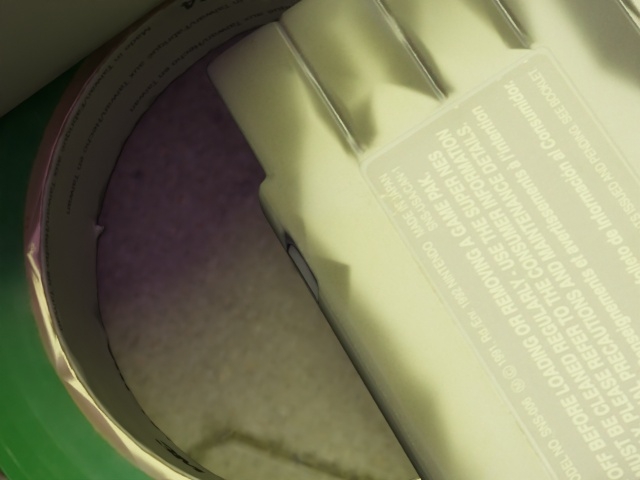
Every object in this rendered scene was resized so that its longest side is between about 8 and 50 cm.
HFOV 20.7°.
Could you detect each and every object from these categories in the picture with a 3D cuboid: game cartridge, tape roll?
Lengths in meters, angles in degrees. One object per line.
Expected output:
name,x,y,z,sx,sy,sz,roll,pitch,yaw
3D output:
game cartridge,0.131,0.021,0.628,0.230,0.068,0.355,-34,68,8
tape roll,0.000,0.000,0.741,0.321,0.077,0.321,-2,81,10

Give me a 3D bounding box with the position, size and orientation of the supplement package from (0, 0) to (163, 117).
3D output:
supplement package,-0.203,-0.118,0.653,0.293,0.175,0.177,-30,81,31
